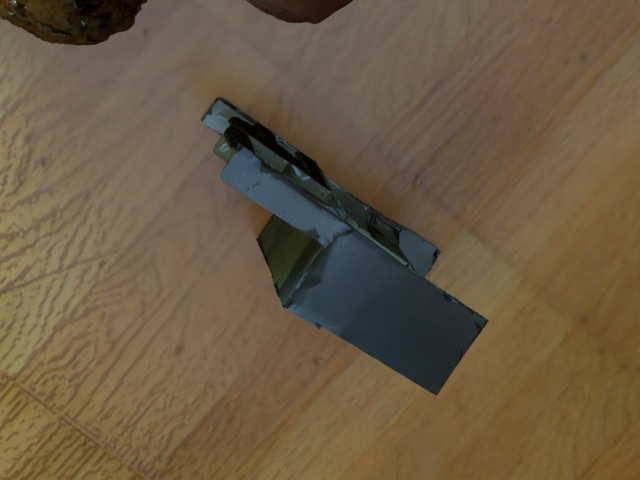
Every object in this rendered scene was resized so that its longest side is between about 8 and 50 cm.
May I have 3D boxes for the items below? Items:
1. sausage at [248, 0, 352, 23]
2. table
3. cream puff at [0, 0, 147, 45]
[{"bbox_3d":[0.091,-0.296,1.085,0.094,0.094,0.419,32,97,-24],"label":"sausage"},{"bbox_3d":[0.000,0.000,1.124,0.175,0.146,0.062,32,99,-14],"label":"table"},{"bbox_3d":[-0.179,-0.194,1.046,0.169,0.183,0.183,6,105,11],"label":"cream puff"}]
